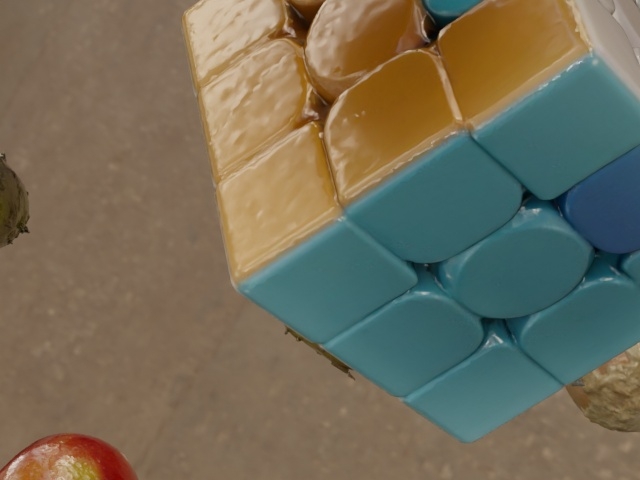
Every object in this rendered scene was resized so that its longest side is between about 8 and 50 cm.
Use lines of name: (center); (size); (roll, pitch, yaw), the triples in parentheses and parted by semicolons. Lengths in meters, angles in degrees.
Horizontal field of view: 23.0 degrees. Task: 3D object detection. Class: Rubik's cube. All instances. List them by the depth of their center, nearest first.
Rubik's cube: (0.109, -0.080, 1.143); (0.291, 0.290, 0.291); (-33, 45, 20)

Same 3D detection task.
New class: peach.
peach: (-0.311, 0.350, 1.907); (0.190, 0.196, 0.226); (-6, 39, 11)

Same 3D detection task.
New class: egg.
egg: (0.382, 0.121, 1.820); (0.233, 0.195, 0.195); (-41, 25, -29)

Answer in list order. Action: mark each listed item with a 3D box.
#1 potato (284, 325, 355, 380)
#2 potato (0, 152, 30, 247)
potato: (0.000, 0.000, 1.619); (0.140, 0.173, 0.300); (-35, 75, 22)
potato: (-0.386, -0.056, 1.620); (0.113, 0.251, 0.149); (-35, 67, 5)
